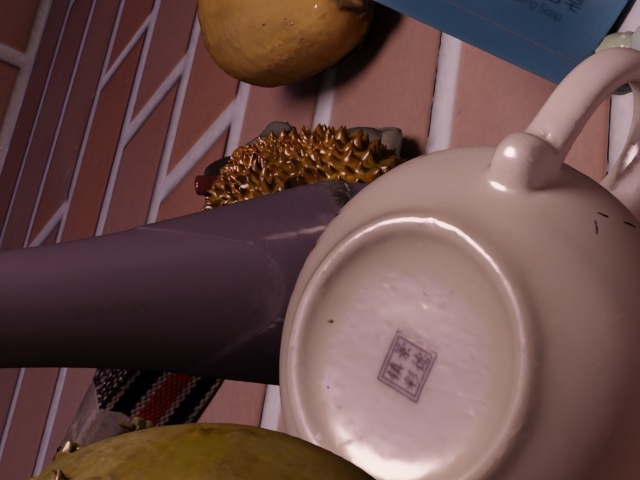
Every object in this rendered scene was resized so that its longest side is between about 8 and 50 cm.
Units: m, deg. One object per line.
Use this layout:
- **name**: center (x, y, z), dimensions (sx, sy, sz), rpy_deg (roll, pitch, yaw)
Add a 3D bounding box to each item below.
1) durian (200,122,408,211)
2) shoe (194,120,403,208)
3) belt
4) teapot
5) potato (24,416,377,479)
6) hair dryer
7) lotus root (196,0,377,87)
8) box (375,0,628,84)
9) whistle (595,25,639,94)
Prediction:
- **durian**: center (0.000, 0.000, 1.005), dimensions (0.158, 0.168, 0.137), rpy_deg (-46, -6, -5)
- **shoe**: center (-0.026, -0.045, 1.155), dimensions (0.227, 0.125, 0.099), rpy_deg (-31, 39, 62)
- **belt**: center (-0.174, 0.173, 1.356), dimensions (0.359, 0.094, 0.126), rpy_deg (-62, 19, 15)
- **teapot**: center (0.090, 0.046, 0.740), dimensions (0.208, 0.166, 0.299), rpy_deg (35, 95, 48)
- **potato**: center (-0.016, 0.232, 0.610), dimensions (0.359, 0.219, 0.269), rpy_deg (49, 152, 42)
- **hair dryer**: center (-0.032, 0.149, 0.849), dimensions (0.121, 0.301, 0.361), rpy_deg (155, 109, -72)
- **lotus root**: center (-0.036, -0.207, 1.330), dimensions (0.303, 0.131, 0.146), rpy_deg (-170, 97, -73)
- **box**: center (0.092, -0.198, 0.976), dimensions (0.083, 0.143, 0.232), rpy_deg (-59, 21, 22)
- **whistle**: center (0.169, -0.098, 0.831), dimensions (0.100, 0.035, 0.035), rpy_deg (-15, 56, 67)
